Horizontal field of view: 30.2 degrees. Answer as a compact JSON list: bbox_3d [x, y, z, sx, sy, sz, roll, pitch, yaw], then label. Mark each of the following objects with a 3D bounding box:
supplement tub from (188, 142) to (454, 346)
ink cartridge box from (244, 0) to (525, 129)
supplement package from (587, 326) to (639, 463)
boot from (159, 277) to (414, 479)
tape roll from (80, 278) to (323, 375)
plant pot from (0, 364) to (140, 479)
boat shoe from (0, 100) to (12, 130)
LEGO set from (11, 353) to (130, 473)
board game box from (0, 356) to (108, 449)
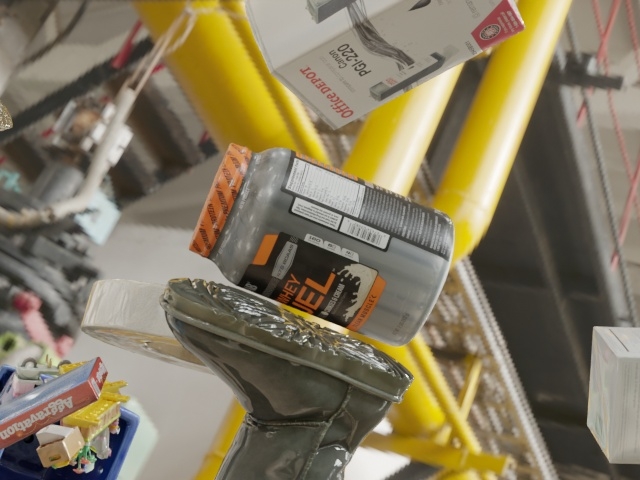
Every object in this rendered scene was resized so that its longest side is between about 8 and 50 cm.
[{"bbox_3d":[0.000,0.000,1.554,0.315,0.194,0.193,22,-28,-6],"label":"supplement tub"},{"bbox_3d":[0.061,-0.210,1.105,0.217,0.092,0.158,-25,-24,16],"label":"ink cartridge box"},{"bbox_3d":[0.459,0.186,1.429,0.244,0.134,0.139,1,11,1],"label":"supplement package"},{"bbox_3d":[-0.053,0.143,0.709,0.189,0.209,0.076,27,8,-26],"label":"boot"},{"bbox_3d":[-0.144,0.142,1.691,0.391,0.072,0.392,12,-13,3],"label":"tape roll"},{"bbox_3d":[-0.496,0.359,2.101,0.236,0.236,0.212,29,-12,-32],"label":"plant pot"},{"bbox_3d":[-0.507,-0.183,1.682,0.060,0.064,0.178,-29,-13,17],"label":"boat shoe"},{"bbox_3d":[-0.306,0.239,1.489,0.132,0.107,0.287,0,15,-21],"label":"LEGO set"},{"bbox_3d":[-0.360,0.208,1.254,0.027,0.281,0.145,64,-3,-6],"label":"board game box"}]
